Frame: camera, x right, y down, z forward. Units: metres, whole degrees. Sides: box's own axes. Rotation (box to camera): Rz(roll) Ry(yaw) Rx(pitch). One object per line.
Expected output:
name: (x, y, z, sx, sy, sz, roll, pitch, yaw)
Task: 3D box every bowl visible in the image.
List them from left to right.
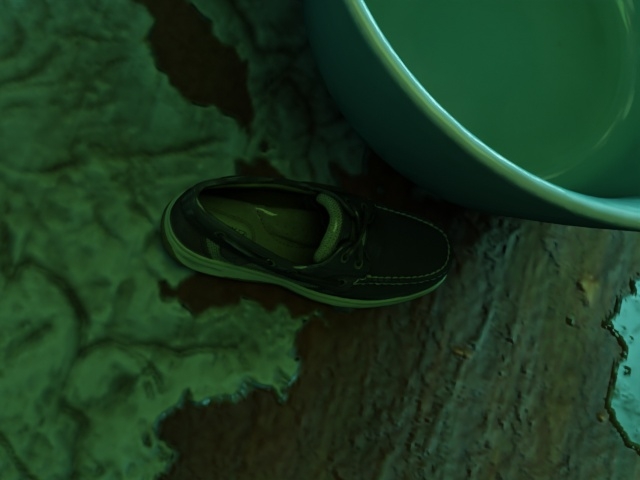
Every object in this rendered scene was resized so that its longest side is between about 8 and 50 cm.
bowl: (0.114, -0.133, 0.662, 0.311, 0.163, 0.311, 6, 73, -19)

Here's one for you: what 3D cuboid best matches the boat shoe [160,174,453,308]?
boat shoe: (0.000, 0.000, 0.644, 0.152, 0.049, 0.056, 5, 73, -19)
